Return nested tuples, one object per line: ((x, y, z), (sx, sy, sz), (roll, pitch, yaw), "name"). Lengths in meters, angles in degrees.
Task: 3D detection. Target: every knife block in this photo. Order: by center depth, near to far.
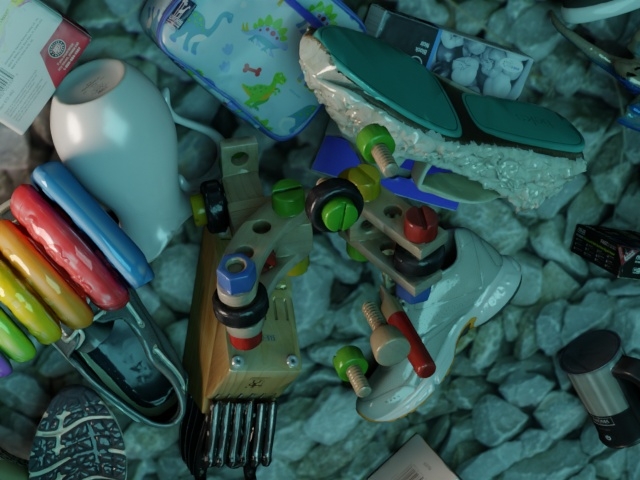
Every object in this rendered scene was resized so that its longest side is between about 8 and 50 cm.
((-0.109, 0.134, 2.025), (0.088, 0.242, 0.276), (2, 64, -23), "knife block")

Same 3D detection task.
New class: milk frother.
((0.395, 0.167, 2.225), (0.135, 0.129, 0.143), (59, 40, -28), "milk frother")

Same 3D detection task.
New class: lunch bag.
((-0.069, -0.230, 1.886), (0.219, 0.090, 0.176), (40, 89, -30), "lunch bag")

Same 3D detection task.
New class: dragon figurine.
((0.394, -0.175, 2.031), (0.144, 0.289, 0.085), (73, 36, -60), "dragon figurine")

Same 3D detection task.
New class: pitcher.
((-0.189, -0.105, 1.880), (0.178, 0.125, 0.207), (-43, 132, -24), "pitcher")

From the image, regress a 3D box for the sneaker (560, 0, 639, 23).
((0.378, -0.367, 2.003), (0.295, 0.104, 0.147), (-32, 115, -12), "sneaker")

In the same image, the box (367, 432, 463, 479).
((0.159, 0.344, 2.171), (0.091, 0.130, 0.170), (-43, 119, -2), "box")

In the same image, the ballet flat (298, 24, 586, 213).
((0.123, -0.110, 1.919), (0.409, 0.147, 0.147), (17, 103, -35), "ballet flat")

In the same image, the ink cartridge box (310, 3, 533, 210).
((0.117, -0.145, 2.015), (0.206, 0.045, 0.208), (14, 105, -26), "ink cartridge box")

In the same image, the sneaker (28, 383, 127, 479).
((-0.270, 0.284, 1.990), (0.110, 0.122, 0.283), (-8, 112, -8), "sneaker")

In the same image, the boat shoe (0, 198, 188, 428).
((-0.246, 0.084, 1.929), (0.116, 0.099, 0.319), (-36, 117, -2), "boat shoe")

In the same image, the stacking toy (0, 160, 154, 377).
((-0.329, 0.073, 1.780), (0.302, 0.175, 0.166), (-42, 98, -9), "stacking toy")

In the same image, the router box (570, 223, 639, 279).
((0.375, 0.016, 2.132), (0.092, 0.122, 0.038), (8, 102, -24), "router box")

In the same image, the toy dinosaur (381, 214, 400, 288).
((0.083, 0.005, 1.995), (0.053, 0.183, 0.093), (-14, 91, 9), "toy dinosaur")

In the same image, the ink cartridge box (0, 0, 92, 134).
((-0.345, -0.212, 1.792), (0.175, 0.072, 0.127), (35, 95, -28), "ink cartridge box")

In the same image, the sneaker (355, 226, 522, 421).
((0.114, 0.094, 2.087), (0.121, 0.099, 0.262), (42, 84, -21), "sneaker")

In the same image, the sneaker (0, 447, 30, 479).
((-0.438, 0.132, 1.858), (0.410, 0.158, 0.182), (41, 80, -32), "sneaker")

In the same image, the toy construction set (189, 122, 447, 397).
((0.000, 0.000, 1.887), (0.257, 0.237, 0.309), (-33, 134, 5), "toy construction set")
